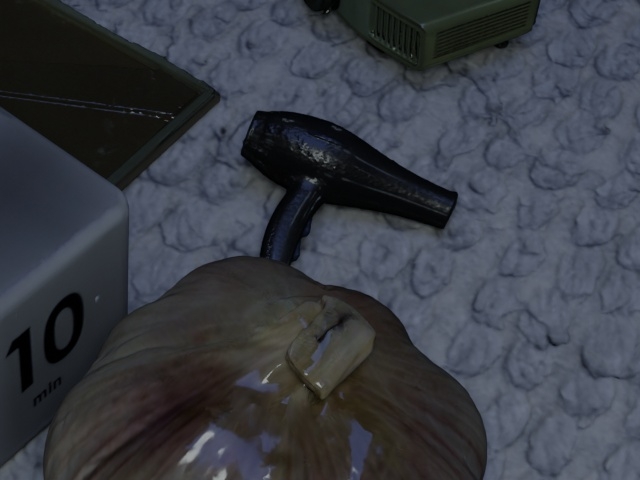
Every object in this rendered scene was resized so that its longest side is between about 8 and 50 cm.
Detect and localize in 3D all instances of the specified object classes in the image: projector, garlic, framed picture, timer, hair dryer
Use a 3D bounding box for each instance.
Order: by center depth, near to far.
[{"bbox_3d":[-0.037,0.161,1.147,0.322,0.241,0.322,-6,62,10],"label":"garlic"},{"bbox_3d":[-0.273,0.033,1.229,0.194,0.195,0.192,34,54,19],"label":"timer"},{"bbox_3d":[0.000,0.000,1.395,0.195,0.075,0.219,23,60,0],"label":"hair dryer"},{"bbox_3d":[-0.283,-0.143,1.493,0.315,0.024,0.232,30,53,19],"label":"framed picture"},{"bbox_3d":[0.072,-0.278,1.610,0.193,0.088,0.269,-21,55,-22],"label":"projector"}]
